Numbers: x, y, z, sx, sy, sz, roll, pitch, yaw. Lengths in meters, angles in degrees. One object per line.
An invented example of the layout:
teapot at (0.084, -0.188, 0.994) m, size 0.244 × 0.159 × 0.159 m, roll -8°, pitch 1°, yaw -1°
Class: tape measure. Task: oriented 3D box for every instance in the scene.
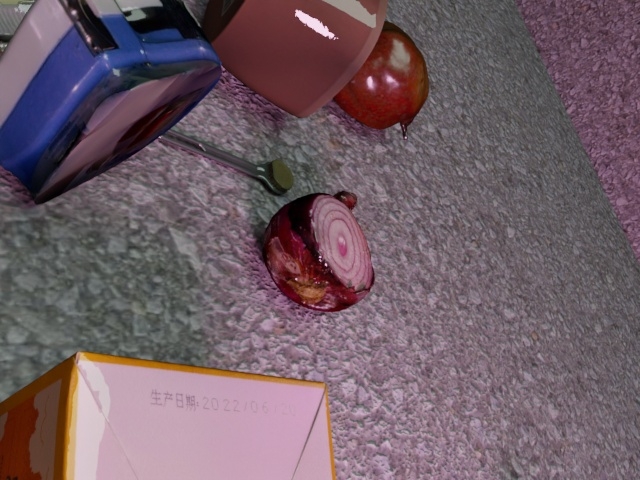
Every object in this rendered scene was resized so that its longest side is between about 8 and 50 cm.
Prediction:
tape measure at (-0.250, -0.189, 0.755) m, size 0.138 × 0.259 × 0.262 m, roll 54°, pitch 38°, yaw -7°

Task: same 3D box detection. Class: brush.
brush at (-0.148, -0.133, 1.021) m, size 0.266 × 0.027 × 0.062 m, roll 18°, pitch 53°, yaw -40°

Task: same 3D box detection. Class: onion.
onion at (0.000, 0.000, 1.008) m, size 0.195 × 0.140 × 0.218 m, roll 42°, pitch 40°, yaw -27°

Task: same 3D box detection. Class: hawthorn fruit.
hawthorn fruit at (0.130, -0.321, 1.339) m, size 0.248 × 0.208 × 0.208 m, roll 57°, pitch 35°, yaw -30°

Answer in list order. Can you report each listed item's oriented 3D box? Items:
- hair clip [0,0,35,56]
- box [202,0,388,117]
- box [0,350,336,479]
hair clip at (-0.398, -0.255, 0.788) m, size 0.218 × 0.071 × 0.159 m, roll -17°, pitch 82°, yaw -53°
box at (-0.057, -0.389, 1.095) m, size 0.216 × 0.301 × 0.301 m, roll 21°, pitch 51°, yaw -28°
box at (-0.150, 0.269, 0.603) m, size 0.284 × 0.214 × 0.259 m, roll 17°, pitch 57°, yaw -40°
